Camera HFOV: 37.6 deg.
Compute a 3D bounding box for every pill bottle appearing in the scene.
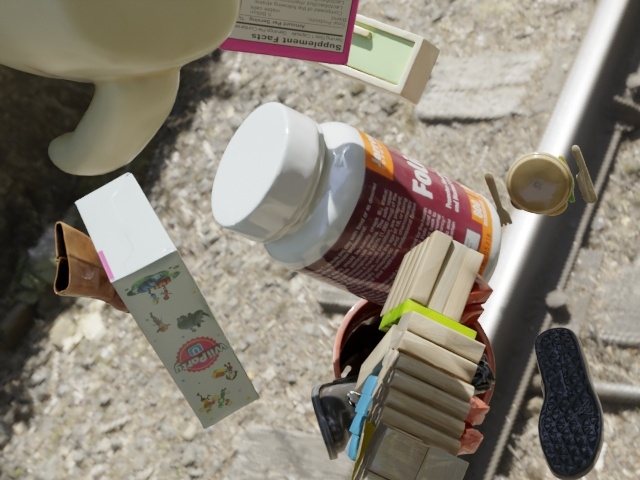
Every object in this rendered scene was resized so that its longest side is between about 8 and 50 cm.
[{"bbox_3d":[0.054,-0.038,1.378,0.224,0.392,0.224,-36,42,41],"label":"pill bottle"}]

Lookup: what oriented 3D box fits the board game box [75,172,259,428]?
[{"bbox_3d":[-0.213,0.085,1.324,0.098,0.303,0.224,-30,39,-7],"label":"board game box"}]

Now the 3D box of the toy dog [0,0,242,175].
[{"bbox_3d":[-0.210,-0.275,0.618,0.408,0.395,0.285,26,44,38],"label":"toy dog"}]

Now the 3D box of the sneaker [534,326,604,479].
[{"bbox_3d":[0.342,0.225,1.274,0.084,0.097,0.234,-9,47,20],"label":"sneaker"}]

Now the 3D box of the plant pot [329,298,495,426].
[{"bbox_3d":[0.132,0.247,1.648,0.273,0.265,0.272,4,68,-9],"label":"plant pot"}]

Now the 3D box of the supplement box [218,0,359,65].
[{"bbox_3d":[-0.015,-0.259,0.720,0.114,0.220,0.111,8,47,-5],"label":"supplement box"}]

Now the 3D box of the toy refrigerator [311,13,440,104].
[{"bbox_3d":[0.053,-0.328,1.592,0.270,0.094,0.102,26,98,25],"label":"toy refrigerator"}]

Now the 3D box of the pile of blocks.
[{"bbox_3d":[0.111,0.152,0.966,0.149,0.113,0.362,-58,9,46],"label":"pile of blocks"}]

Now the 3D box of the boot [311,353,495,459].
[{"bbox_3d":[0.119,0.203,1.265,0.229,0.091,0.263,-16,3,16],"label":"boot"}]

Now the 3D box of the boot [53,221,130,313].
[{"bbox_3d":[-0.467,0.013,1.978,0.096,0.280,0.264,-9,71,26],"label":"boot"}]

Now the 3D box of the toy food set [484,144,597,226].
[{"bbox_3d":[0.416,-0.106,1.785,0.192,0.132,0.038,-15,13,24],"label":"toy food set"}]
